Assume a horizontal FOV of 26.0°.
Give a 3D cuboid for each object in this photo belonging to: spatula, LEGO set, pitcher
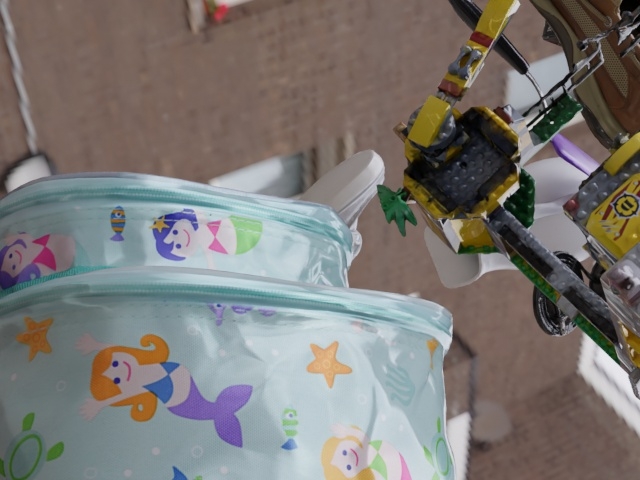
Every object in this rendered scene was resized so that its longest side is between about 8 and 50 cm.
[{"bbox_3d":[0.223,-0.158,1.467,0.296,0.030,0.084,50,16,-19],"label":"spatula"},{"bbox_3d":[0.186,-0.076,0.639,0.255,0.331,0.192,56,2,25],"label":"LEGO set"},{"bbox_3d":[0.242,-0.025,1.560,0.125,0.207,0.178,70,-19,4],"label":"pitcher"}]

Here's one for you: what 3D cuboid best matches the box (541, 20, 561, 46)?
[{"bbox_3d":[0.389,-0.368,1.711,0.184,0.103,0.261,-1,-106,58],"label":"box"}]

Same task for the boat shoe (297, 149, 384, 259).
[{"bbox_3d":[0.000,0.000,1.200,0.063,0.184,0.066,38,17,-17],"label":"boat shoe"}]

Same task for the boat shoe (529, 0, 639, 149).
[{"bbox_3d":[0.295,-0.249,1.406,0.120,0.122,0.324,-29,-95,47],"label":"boat shoe"}]

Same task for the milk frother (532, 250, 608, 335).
[{"bbox_3d":[0.267,0.032,1.143,0.129,0.143,0.135,49,-33,-6],"label":"milk frother"}]

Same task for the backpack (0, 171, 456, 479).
[{"bbox_3d":[-0.064,0.078,0.575,0.253,0.225,0.191,-22,-117,55],"label":"backpack"}]
